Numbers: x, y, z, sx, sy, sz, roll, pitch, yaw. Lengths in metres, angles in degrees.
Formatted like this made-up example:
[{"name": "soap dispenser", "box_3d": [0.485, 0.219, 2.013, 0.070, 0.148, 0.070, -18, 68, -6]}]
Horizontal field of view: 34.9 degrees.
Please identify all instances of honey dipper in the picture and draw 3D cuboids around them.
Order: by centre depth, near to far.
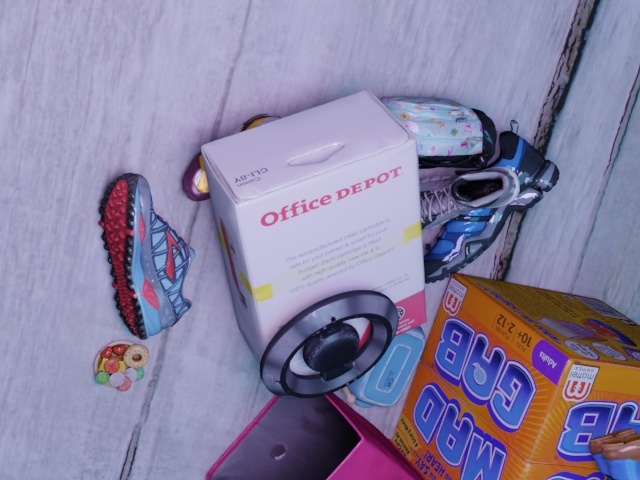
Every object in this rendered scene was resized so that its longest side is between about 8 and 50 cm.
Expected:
[{"name": "honey dipper", "box_3d": [0.020, 0.217, 1.745, 0.030, 0.030, 0.161, -31, 111, -11]}]

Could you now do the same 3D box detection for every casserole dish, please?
[{"name": "casserole dish", "box_3d": [0.121, 0.220, 1.798, 0.114, 0.037, 0.188, 21, 100, -32]}]

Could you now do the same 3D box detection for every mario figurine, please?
[{"name": "mario figurine", "box_3d": [0.512, 0.441, 1.516, 0.198, 0.170, 0.321, -8, 84, -58]}]

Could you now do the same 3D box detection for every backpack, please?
[{"name": "backpack", "box_3d": [0.172, -0.172, 1.628, 0.182, 0.152, 0.115, 0, 93, -21]}]

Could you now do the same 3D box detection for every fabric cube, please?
[{"name": "fabric cube", "box_3d": [0.012, 0.424, 1.703, 0.259, 0.254, 0.258, -48, 122, -2]}]

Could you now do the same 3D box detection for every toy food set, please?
[{"name": "toy food set", "box_3d": [-0.315, 0.198, 1.604, 0.083, 0.020, 0.083, 13, 103, -28]}]

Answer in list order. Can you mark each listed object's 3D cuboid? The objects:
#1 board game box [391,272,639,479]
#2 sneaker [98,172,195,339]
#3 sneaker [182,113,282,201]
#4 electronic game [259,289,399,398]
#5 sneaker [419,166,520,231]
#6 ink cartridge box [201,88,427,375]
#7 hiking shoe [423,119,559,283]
[{"name": "board game box", "box_3d": [0.399, 0.305, 1.771, 0.356, 0.356, 0.356, 11, 105, -27]}, {"name": "sneaker", "box_3d": [-0.254, 0.013, 1.535, 0.125, 0.104, 0.262, -22, 122, -35]}, {"name": "sneaker", "box_3d": [-0.129, -0.126, 1.523, 0.185, 0.084, 0.069, -43, 107, -8]}, {"name": "electronic game", "box_3d": [0.015, 0.158, 1.522, 0.229, 0.048, 0.229, -21, 142, -17]}, {"name": "sneaker", "box_3d": [0.200, -0.072, 1.629, 0.228, 0.132, 0.086, -18, 86, 16]}, {"name": "ink cartridge box", "box_3d": [0.000, 0.000, 1.534, 0.279, 0.160, 0.385, -21, 134, -15]}, {"name": "hiking shoe", "box_3d": [0.259, -0.056, 1.739, 0.304, 0.113, 0.132, -44, 90, 3]}]
